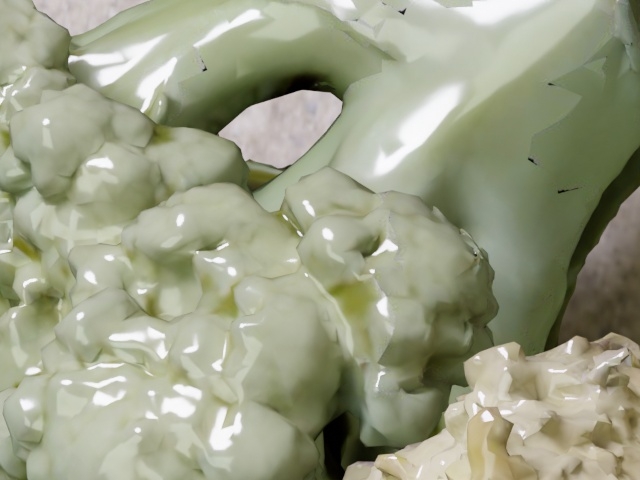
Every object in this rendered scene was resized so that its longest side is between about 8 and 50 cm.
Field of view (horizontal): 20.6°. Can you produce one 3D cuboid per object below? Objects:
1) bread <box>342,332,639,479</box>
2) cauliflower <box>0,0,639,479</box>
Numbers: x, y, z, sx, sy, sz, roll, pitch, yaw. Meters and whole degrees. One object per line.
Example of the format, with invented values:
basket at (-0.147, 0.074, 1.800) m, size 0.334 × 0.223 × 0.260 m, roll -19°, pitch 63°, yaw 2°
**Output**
bread at (0.041, 0.137, 0.368) m, size 0.174 × 0.121 × 0.245 m, roll 32°, pitch 118°, yaw -10°
cauliflower at (-0.014, 0.016, 0.519) m, size 0.327 × 0.260 × 0.281 m, roll 37°, pitch 120°, yaw 9°
